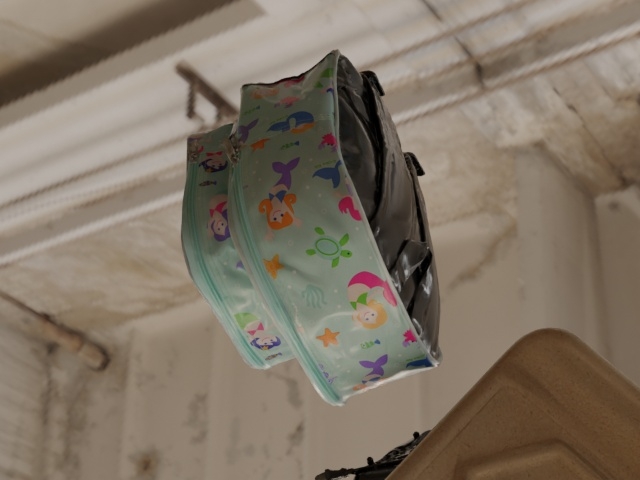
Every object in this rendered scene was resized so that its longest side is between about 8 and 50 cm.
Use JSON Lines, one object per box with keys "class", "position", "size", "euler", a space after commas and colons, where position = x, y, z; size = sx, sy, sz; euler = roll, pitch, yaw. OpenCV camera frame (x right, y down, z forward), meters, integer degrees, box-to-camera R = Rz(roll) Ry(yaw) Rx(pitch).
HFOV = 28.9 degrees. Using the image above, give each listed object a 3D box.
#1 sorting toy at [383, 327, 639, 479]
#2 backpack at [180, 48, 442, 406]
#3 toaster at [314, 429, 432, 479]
{"class": "sorting toy", "position": [0.082, 0.156, 0.403], "size": [0.193, 0.038, 0.208], "euler": [40, -116, 15]}
{"class": "backpack", "position": [0.000, 0.000, 0.977], "size": [0.191, 0.225, 0.253], "euler": [-23, -145, 6]}
{"class": "toaster", "position": [0.128, 0.187, 0.922], "size": [0.186, 0.168, 0.110], "euler": [-16, -91, 37]}
